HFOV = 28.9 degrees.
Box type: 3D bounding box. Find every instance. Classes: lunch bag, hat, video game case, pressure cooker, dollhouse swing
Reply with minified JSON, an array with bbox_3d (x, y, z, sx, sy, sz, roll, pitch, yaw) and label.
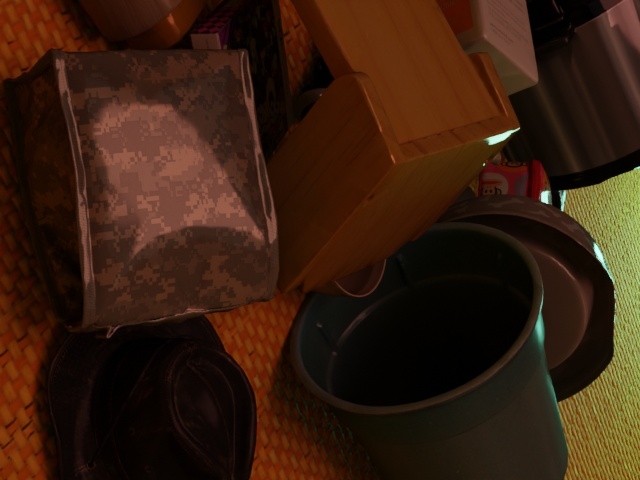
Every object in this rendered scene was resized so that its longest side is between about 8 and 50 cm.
[{"bbox_3d":[0.312,0.034,2.022,0.293,0.120,0.258,69,27,-56],"label":"lunch bag"},{"bbox_3d":[-0.146,0.205,1.363,0.331,0.134,0.331,14,73,-55],"label":"hat"},{"bbox_3d":[-0.183,-0.048,1.308,0.235,0.169,0.287,-7,85,-35],"label":"lunch bag"},{"bbox_3d":[-0.092,-0.197,1.538,0.232,0.042,0.210,-61,149,-58],"label":"video game case"},{"bbox_3d":[0.417,-0.345,2.088,0.375,0.370,0.420,-36,114,-16],"label":"pressure cooker"},{"bbox_3d":[0.027,-0.167,1.519,0.305,0.315,0.347,49,32,13],"label":"dollhouse swing"}]

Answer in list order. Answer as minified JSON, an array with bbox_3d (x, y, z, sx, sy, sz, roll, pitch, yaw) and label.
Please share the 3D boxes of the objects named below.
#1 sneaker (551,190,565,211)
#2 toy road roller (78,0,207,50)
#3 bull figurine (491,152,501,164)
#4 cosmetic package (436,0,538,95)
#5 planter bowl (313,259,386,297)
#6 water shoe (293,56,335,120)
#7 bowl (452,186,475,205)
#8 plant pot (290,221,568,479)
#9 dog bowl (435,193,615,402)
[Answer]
[{"bbox_3d":[0.418,-0.125,2.326,0.081,0.080,0.211,31,59,-69],"label":"sneaker"},{"bbox_3d":[-0.142,-0.390,1.419,0.202,0.241,0.329,56,42,-31],"label":"toy road roller"},{"bbox_3d":[0.169,-0.185,1.913,0.188,0.101,0.310,3,74,-31],"label":"bull figurine"},{"bbox_3d":[0.154,-0.408,1.801,0.161,0.230,0.453,28,49,-48],"label":"cosmetic package"},{"bbox_3d":[0.000,0.000,1.650,0.162,0.109,0.162,17,69,-53],"label":"planter bowl"},{"bbox_3d":[0.008,-0.222,1.766,0.080,0.073,0.203,59,30,5],"label":"water shoe"},{"bbox_3d":[0.197,-0.027,1.991,0.142,0.053,0.142,18,68,-53],"label":"bowl"},{"bbox_3d":[0.177,0.211,1.691,0.334,0.341,0.341,64,37,-35],"label":"plant pot"},{"bbox_3d":[0.269,0.086,1.833,0.348,0.349,0.102,63,25,-24],"label":"dog bowl"}]
